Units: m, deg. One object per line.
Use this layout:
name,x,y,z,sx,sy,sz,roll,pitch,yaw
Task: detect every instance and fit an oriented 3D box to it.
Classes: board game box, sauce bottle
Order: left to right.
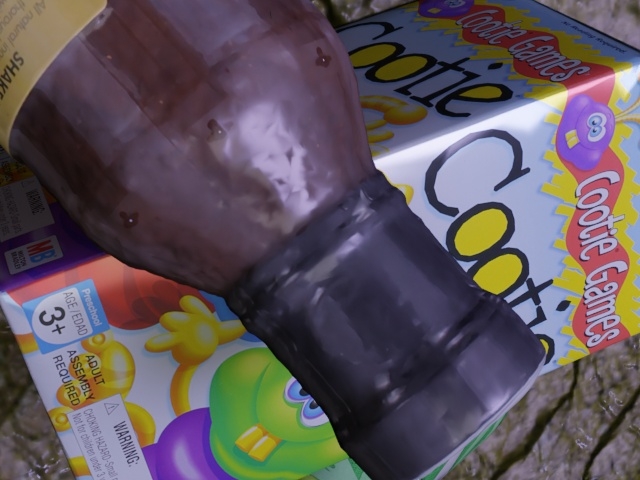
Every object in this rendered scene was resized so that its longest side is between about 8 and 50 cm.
sauce bottle,-0.068,-0.069,0.353,0.111,0.111,0.344,-40,86,-1
board game box,0.000,0.000,0.501,0.275,0.142,0.144,-21,122,-13

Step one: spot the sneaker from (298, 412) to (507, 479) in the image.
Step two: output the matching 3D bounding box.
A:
sneaker,-0.003,0.159,0.591,0.295,0.123,0.109,-37,123,-3
